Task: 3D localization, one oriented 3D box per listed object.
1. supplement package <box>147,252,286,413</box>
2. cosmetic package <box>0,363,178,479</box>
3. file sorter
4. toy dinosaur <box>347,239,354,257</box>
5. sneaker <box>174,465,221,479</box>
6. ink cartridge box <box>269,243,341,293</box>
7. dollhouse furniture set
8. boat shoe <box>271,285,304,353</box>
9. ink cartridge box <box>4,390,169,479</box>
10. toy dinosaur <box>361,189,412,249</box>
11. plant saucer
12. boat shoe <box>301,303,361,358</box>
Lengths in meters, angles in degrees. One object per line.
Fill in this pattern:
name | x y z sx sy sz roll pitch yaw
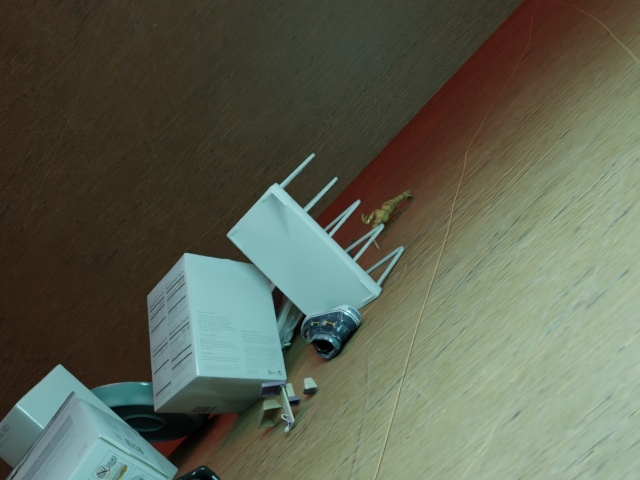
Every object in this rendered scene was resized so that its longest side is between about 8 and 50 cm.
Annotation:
supplement package | -0.222 0.198 1.408 0.198 0.199 0.263 -42 49 40
cosmetic package | -0.528 0.478 1.514 0.197 0.365 0.155 -44 7 32
file sorter | 0.000 0.000 1.351 0.193 0.278 0.173 -41 5 47
toy dinosaur | 0.028 0.074 1.661 0.118 0.064 0.268 -30 11 16
sneaker | -0.202 0.412 0.956 0.135 0.097 0.276 -48 5 12
ink cartridge box | -0.055 0.089 1.971 0.218 0.092 0.158 -42 8 30
dollhouse furniture set | -0.053 0.292 1.109 0.114 0.090 0.081 109 149 -43
boat shoe | -0.085 0.192 1.596 0.118 0.103 0.320 -31 19 33
ink cartridge box | -0.403 0.415 1.037 0.309 0.130 0.271 -55 24 -13
toy dinosaur | 0.145 -0.054 1.646 0.211 0.064 0.112 -52 9 -30
plant saucer | -0.424 0.424 1.639 0.317 0.317 0.044 -42 40 42
boat shoe | -0.002 0.172 1.231 0.083 0.065 0.183 -50 8 -32
